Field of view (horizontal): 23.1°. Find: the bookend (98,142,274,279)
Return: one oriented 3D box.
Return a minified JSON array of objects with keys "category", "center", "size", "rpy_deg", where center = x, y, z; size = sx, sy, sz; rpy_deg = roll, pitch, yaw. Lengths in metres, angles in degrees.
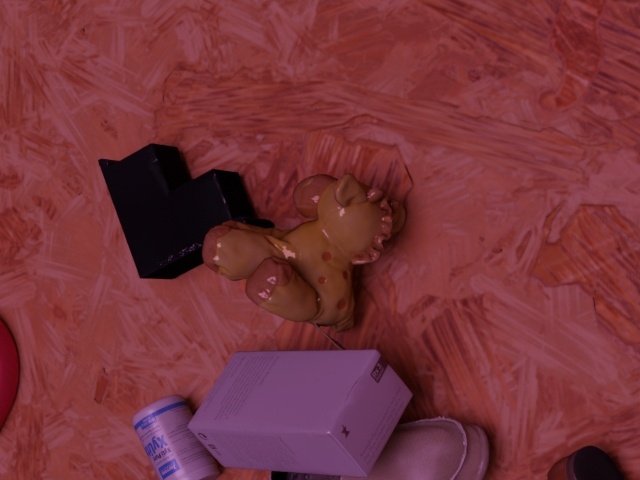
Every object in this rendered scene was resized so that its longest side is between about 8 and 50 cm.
[{"category":"bookend","center":[-0.160,-0.055,1.846],"size":[0.156,0.072,0.157],"rpy_deg":[-28,76,23]}]

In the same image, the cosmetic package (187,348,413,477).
[{"category":"cosmetic package","center":[-0.024,0.186,1.704],"size":[0.231,0.085,0.117],"rpy_deg":[-2,46,46]}]

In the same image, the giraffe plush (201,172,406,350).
[{"category":"giraffe plush","center":[0.000,0.000,1.713],"size":[0.210,0.181,0.170],"rpy_deg":[34,97,6]}]

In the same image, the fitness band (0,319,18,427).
[{"category":"fitness band","center":[-0.505,0.204,2.034],"size":[0.209,0.054,0.291],"rpy_deg":[36,106,20]}]

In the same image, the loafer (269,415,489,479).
[{"category":"loafer","center":[0.057,0.256,1.705],"size":[0.268,0.092,0.102],"rpy_deg":[-21,57,26]}]

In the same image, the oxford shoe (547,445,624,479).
[{"category":"oxford shoe","center":[0.302,0.318,1.617],"size":[0.076,0.076,0.212],"rpy_deg":[-38,74,54]}]

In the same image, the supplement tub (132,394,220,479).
[{"category":"supplement tub","center":[-0.171,0.243,1.848],"size":[0.071,0.071,0.107],"rpy_deg":[-35,74,22]}]
